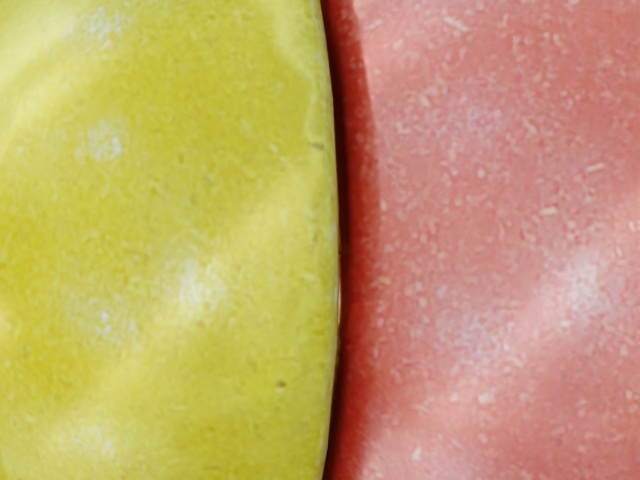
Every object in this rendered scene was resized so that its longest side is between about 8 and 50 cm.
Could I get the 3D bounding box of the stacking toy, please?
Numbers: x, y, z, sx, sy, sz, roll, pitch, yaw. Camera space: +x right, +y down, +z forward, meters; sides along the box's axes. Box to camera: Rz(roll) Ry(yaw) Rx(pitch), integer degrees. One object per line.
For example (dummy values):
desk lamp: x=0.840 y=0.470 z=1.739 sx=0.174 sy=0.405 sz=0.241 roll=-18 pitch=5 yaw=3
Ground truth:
stacking toy: x=0.000 y=0.000 z=0.548 sx=0.350 sy=0.480 sz=0.350 roll=180 pitch=90 yaw=-74
